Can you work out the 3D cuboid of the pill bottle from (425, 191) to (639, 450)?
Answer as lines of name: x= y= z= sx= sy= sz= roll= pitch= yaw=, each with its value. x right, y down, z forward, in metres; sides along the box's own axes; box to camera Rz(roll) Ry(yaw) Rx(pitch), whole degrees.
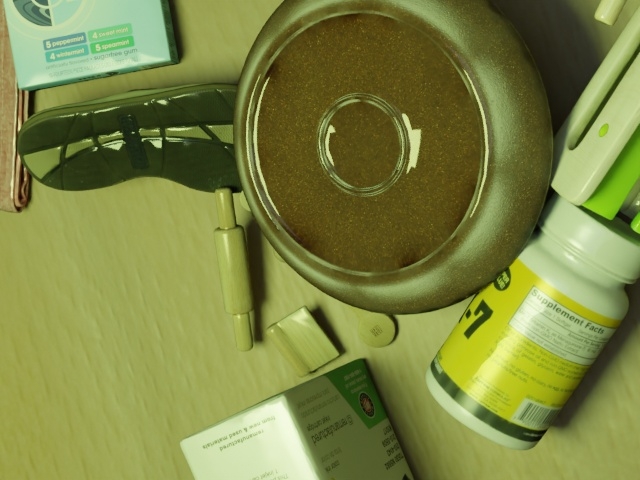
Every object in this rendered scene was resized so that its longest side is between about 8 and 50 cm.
pill bottle: x=0.191 y=0.067 z=1.178 sx=0.119 sy=0.119 sz=0.208 roll=35 pitch=105 yaw=15

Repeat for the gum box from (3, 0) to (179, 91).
gum box: x=-0.233 y=-0.252 z=1.337 sx=0.157 sy=0.041 sz=0.184 roll=-9 pitch=90 yaw=6

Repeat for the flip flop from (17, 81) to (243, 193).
flip flop: x=-0.153 y=-0.103 z=1.311 sx=0.277 sy=0.080 sz=0.112 roll=-4 pitch=117 yaw=10

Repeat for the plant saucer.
plant saucer: x=0.044 y=-0.084 z=1.161 sx=0.311 sy=0.050 sz=0.310 roll=6 pitch=102 yaw=29

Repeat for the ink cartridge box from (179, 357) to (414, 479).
ink cartridge box: x=0.014 y=0.266 z=1.218 sx=0.117 sy=0.201 sz=0.278 roll=-25 pitch=85 yaw=21

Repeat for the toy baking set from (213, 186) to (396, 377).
toy baking set: x=-0.007 y=0.002 z=1.284 sx=0.197 sy=0.030 sz=0.256 roll=-9 pitch=103 yaw=10

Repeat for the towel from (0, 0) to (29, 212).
towel: x=-0.451 y=-0.162 z=1.451 sx=0.329 sy=0.037 sz=0.237 roll=7 pitch=97 yaw=21

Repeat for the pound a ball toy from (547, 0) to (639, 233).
pound a ball toy: x=0.283 y=-0.175 z=1.097 sx=0.208 sy=0.136 sz=0.319 roll=25 pitch=106 yaw=-19
